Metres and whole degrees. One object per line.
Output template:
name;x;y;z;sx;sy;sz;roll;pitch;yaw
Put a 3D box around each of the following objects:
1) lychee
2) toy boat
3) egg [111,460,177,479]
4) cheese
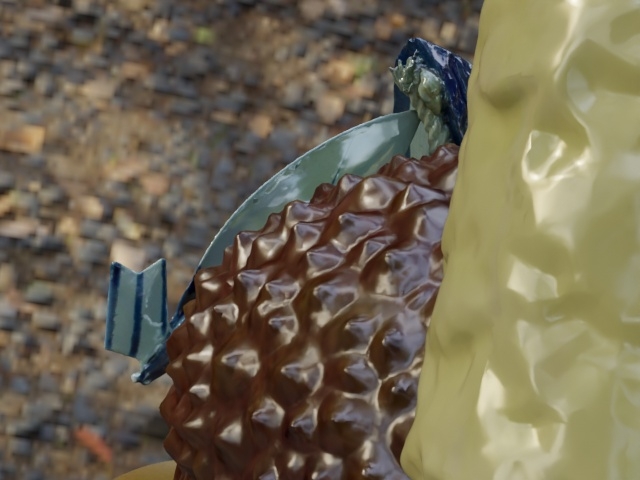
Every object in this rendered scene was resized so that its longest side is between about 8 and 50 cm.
lychee;0.076;0.092;0.790;0.304;0.275;0.276;18;38;27
toy boat;0.014;0.019;1.167;0.291;0.210;0.070;-40;40;-16
egg;-0.101;0.316;1.567;0.283;0.282;0.351;11;2;-6
cheese;0.081;0.009;0.365;0.123;0.167;0.094;8;-4;5
